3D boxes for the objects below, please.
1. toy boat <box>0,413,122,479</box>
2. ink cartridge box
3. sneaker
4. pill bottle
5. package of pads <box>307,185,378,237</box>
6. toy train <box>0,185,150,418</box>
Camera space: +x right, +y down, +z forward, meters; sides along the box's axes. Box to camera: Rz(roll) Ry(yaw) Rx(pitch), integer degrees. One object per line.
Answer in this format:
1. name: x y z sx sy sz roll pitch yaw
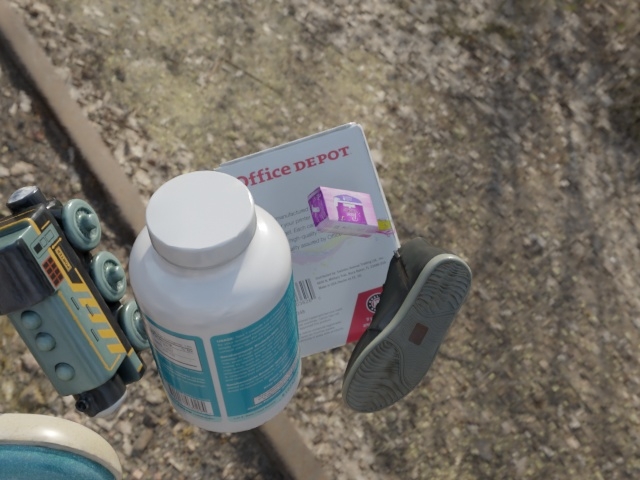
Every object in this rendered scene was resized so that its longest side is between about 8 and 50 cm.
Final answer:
1. toy boat: -0.402 0.355 1.196 0.268 0.318 0.148 2 48 -10
2. ink cartridge box: 0.000 0.000 1.333 0.131 0.226 0.306 -63 136 -83
3. sneaker: 0.094 0.103 1.093 0.083 0.222 0.118 34 4 -20
4. pill bottle: -0.096 0.059 0.839 0.146 0.264 0.146 -1 50 1
5. package of pads: 0.027 -0.032 1.045 0.083 0.032 0.050 6 58 -40
6. toy train: -0.356 0.090 1.249 0.190 0.142 0.333 -69 138 -60
